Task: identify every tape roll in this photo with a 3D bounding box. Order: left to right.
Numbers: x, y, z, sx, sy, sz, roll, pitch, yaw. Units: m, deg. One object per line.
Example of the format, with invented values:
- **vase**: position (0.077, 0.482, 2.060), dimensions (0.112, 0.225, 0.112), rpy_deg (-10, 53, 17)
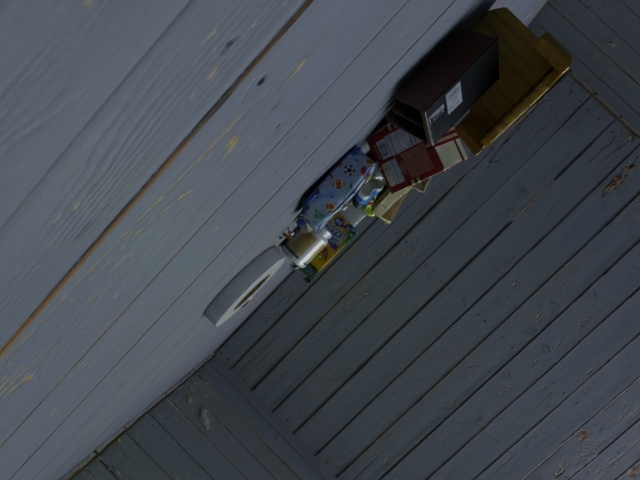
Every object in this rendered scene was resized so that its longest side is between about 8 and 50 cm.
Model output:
- **tape roll**: position (-0.299, 0.185, 1.770), dimensions (0.392, 0.072, 0.392), rpy_deg (-45, 176, -4)

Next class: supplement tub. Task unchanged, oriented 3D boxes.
- **supplement tub**: position (-0.060, 0.007, 1.930), dimensions (0.200, 0.144, 0.144), rpy_deg (-45, 177, 1)

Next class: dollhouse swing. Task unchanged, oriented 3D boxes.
- **dollhouse swing**: position (0.540, -0.530, 1.396), dimensions (0.347, 0.305, 0.315), rpy_deg (-47, 177, 40)

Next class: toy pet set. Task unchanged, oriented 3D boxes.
- **toy pet set**: position (-0.091, -0.059, 1.678), dimensions (0.114, 0.065, 0.122), rpy_deg (-6, -164, 31)

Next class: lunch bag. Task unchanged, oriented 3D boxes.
- **lunch bag**: position (0.050, -0.164, 1.504), dimensions (0.303, 0.115, 0.243), rpy_deg (-46, 179, -13)

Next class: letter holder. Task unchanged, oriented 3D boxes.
- **letter holder**: position (0.343, -0.472, 1.303), dimensions (0.302, 0.214, 0.152), rpy_deg (-45, 145, -5)

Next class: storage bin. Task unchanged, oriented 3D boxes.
- **storage bin**: position (0.366, -0.239, 1.936), dimensions (0.260, 0.123, 0.262), rpy_deg (-58, -174, -38)

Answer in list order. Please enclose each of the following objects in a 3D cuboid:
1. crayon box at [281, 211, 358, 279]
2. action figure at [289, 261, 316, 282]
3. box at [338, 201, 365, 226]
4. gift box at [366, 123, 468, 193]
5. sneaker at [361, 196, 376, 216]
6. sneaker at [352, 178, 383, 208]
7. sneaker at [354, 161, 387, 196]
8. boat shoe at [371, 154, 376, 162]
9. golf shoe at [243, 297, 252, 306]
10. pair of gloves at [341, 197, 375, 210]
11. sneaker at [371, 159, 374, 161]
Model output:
- **crayon box**: position (0.000, 0.000, 2.082), dimensions (0.323, 0.203, 0.083), rpy_deg (-44, 176, -23)
- **action figure**: position (-0.106, 0.100, 2.381), dimensions (0.140, 0.276, 0.164), rpy_deg (-10, -146, 12)
- **box**: position (0.167, -0.174, 2.370), dimensions (0.215, 0.168, 0.345), rpy_deg (-45, 177, -1)
- **gift box**: position (0.330, -0.331, 1.558), dimensions (0.276, 0.255, 0.258), rpy_deg (-17, -172, 41)
- **sneaker**: position (0.238, -0.219, 2.143), dimensions (0.081, 0.209, 0.094), rpy_deg (-7, 175, -14)
- **sneaker**: position (0.163, -0.162, 1.556), dimensions (0.152, 0.058, 0.084), rpy_deg (-42, 173, -48)
- **sneaker**: position (0.186, -0.275, 1.979), dimensions (0.147, 0.145, 0.384), rpy_deg (-8, 172, -16)
- **boat shoe**: position (0.277, -0.392, 1.911), dimensions (0.081, 0.068, 0.228), rpy_deg (-46, 178, -19)
- **golf shoe**: position (-0.338, 0.245, 2.051), dimensions (0.186, 0.067, 0.086), rpy_deg (-47, 178, 16)
- **pair of gloves**: position (0.128, -0.166, 1.986), dimensions (0.240, 0.042, 0.204), rpy_deg (-11, 177, 3)
- **sneaker**: position (0.340, -0.395, 2.064), dimensions (0.210, 0.137, 0.366), rpy_deg (-48, 179, 4)
